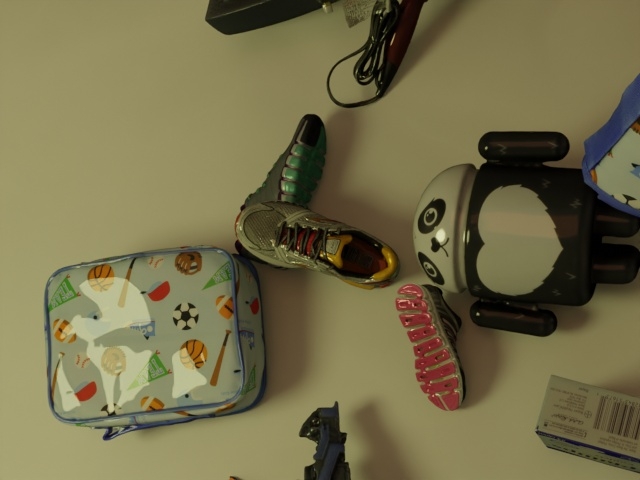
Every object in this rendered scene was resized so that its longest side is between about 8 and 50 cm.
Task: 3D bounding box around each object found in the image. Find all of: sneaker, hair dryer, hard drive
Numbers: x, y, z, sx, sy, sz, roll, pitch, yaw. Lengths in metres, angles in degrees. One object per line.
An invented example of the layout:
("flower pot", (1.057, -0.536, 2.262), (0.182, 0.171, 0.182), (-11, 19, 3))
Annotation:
("sneaker", (-0.062, -0.074, 1.652), (0.098, 0.083, 0.223), (9, 75, 25))
("sneaker", (0.152, 0.130, 1.526), (0.063, 0.075, 0.170), (-22, 87, 37))
("hair dryer", (0.117, -0.329, 1.647), (0.293, 0.223, 0.080), (-27, 48, -11))
("hard drive", (-0.035, -0.382, 1.720), (0.255, 0.054, 0.172), (-16, 40, 19))
("sneaker", (0.000, 0.000, 1.555), (0.225, 0.093, 0.088), (15, 84, -5))

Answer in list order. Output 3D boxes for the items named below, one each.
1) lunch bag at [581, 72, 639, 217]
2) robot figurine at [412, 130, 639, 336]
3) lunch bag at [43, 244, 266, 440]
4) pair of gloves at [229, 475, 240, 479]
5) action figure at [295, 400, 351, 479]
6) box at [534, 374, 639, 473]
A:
("lunch bag", (0.512, -0.149, 1.300), (0.385, 0.328, 0.239), (-4, 66, -14))
("robot figurine", (0.252, -0.008, 1.479), (0.278, 0.173, 0.209), (5, 64, 18))
("lunch bag", (-0.227, 0.139, 1.608), (0.303, 0.115, 0.243), (-9, 80, 15))
("pair of gloves", (-0.103, 0.352, 1.556), (0.083, 0.010, 0.074), (19, 79, 23))
("action figure", (-0.031, 0.379, 1.473), (0.330, 0.178, 0.341), (0, 49, 8))
("box", (0.326, 0.216, 1.401), (0.126, 0.137, 0.072), (14, 78, 21))
